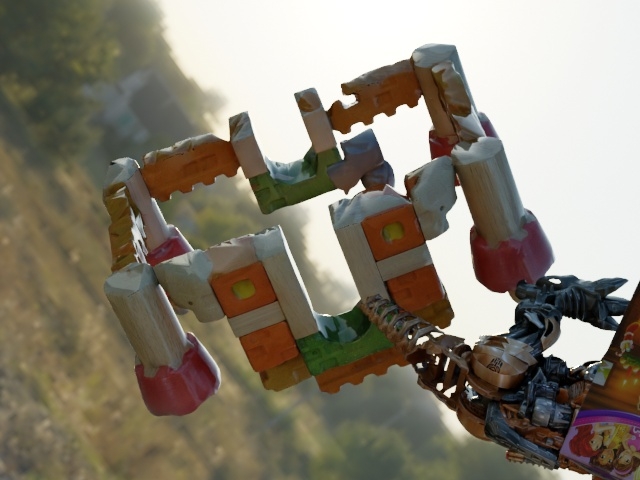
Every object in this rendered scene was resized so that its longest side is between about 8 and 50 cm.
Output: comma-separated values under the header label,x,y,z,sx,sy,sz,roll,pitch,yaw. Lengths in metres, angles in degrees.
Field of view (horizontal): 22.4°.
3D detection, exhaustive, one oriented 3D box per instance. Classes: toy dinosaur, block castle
label,x,y,z,sx,sy,sz,roll,pitch,yaw
toy dinosaur,0.189,0.121,1.477,0.322,0.164,0.218,45,36,12
block castle,0.000,0.000,1.722,0.303,0.453,0.213,-107,176,-56

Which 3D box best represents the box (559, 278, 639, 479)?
label,x,y,z,sx,sy,sz,roll,pitch,yaw
box,0.338,0.117,1.155,0.293,0.201,0.057,18,-11,43
